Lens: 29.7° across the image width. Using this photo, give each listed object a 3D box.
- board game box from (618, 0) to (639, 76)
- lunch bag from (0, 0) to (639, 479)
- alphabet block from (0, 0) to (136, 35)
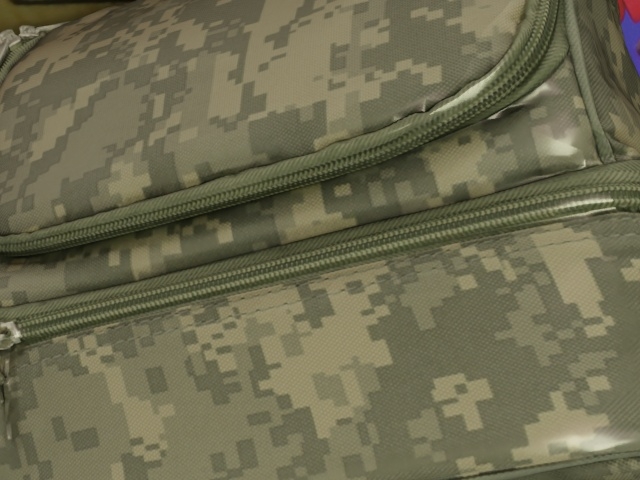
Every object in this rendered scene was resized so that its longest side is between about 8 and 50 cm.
[{"bbox_3d":[0.186,-0.193,0.629,0.233,0.078,0.347,-13,81,-3],"label":"board game box"},{"bbox_3d":[0.000,0.000,0.505,0.305,0.212,0.256,-14,69,21],"label":"lunch bag"},{"bbox_3d":[-0.110,-0.204,0.568,0.193,0.197,0.192,-12,80,-3],"label":"alphabet block"}]
